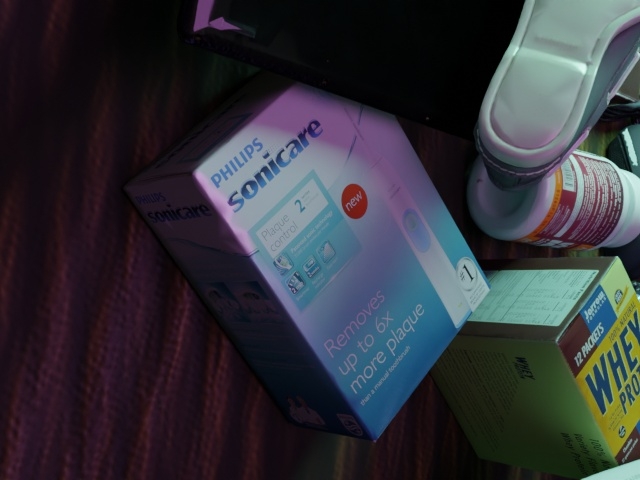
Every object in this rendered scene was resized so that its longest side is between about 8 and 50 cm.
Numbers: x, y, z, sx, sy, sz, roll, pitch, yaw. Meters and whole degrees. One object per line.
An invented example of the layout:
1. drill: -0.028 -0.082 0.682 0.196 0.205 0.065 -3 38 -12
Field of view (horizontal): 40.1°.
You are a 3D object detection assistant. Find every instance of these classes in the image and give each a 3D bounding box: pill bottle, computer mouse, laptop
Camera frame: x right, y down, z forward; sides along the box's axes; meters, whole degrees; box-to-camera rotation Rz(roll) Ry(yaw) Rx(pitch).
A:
1. pill bottle: 0.289 -0.050 1.046 0.221 0.121 0.121 7 84 -38
2. computer mouse: 0.445 -0.081 1.205 0.188 0.072 0.272 5 85 -39
3. laptop: 0.025 -0.327 0.822 0.381 0.236 0.408 12 91 -37

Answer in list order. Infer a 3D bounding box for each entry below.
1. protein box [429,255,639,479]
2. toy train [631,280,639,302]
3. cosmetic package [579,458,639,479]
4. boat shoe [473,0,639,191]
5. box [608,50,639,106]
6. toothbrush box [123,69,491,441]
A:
1. protein box: 0.242 0.135 0.949 0.136 0.201 0.200 -44 114 -31
2. toy train: 0.413 0.128 1.169 0.184 0.080 0.105 -36 104 -34
3. cosmetic package: 0.334 0.406 0.816 0.196 0.155 0.366 -5 100 -32
4. boat shoe: 0.236 -0.181 0.816 0.319 0.116 0.099 -57 161 -20
5. box: 0.253 -0.337 0.988 0.143 0.191 0.382 10 83 -38
6. toothbrush box: 0.000 0.000 0.811 0.216 0.126 0.296 -45 114 -32
